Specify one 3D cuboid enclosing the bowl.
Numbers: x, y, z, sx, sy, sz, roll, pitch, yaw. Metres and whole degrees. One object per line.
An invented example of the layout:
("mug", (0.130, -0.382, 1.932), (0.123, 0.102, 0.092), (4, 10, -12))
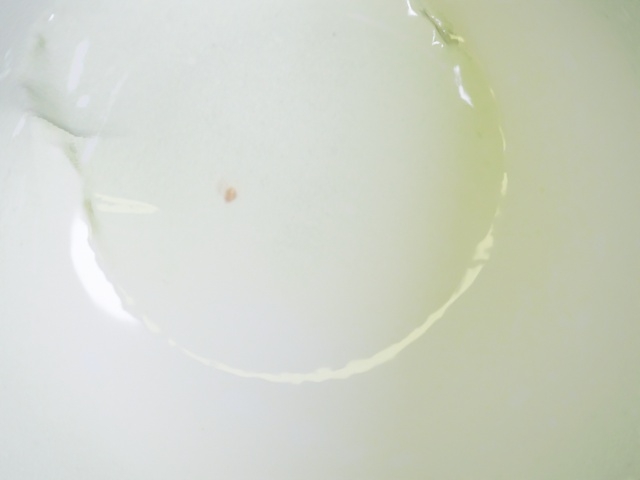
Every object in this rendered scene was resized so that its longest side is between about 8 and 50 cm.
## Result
("bowl", (0.000, 0.000, 0.439), (0.277, 0.145, 0.277), (-1, 106, -3))
